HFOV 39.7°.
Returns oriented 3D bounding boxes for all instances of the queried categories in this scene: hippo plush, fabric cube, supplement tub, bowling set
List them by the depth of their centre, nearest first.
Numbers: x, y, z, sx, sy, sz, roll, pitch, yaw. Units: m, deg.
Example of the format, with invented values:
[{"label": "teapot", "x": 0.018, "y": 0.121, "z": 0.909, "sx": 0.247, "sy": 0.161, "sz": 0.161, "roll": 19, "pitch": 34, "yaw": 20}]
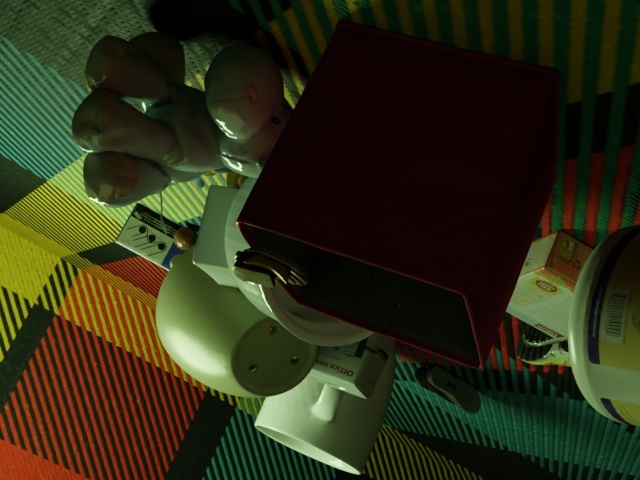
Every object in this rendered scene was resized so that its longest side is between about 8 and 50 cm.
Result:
[{"label": "supplement tub", "x": 0.468, "y": 0.107, "z": 0.954, "sx": 0.331, "sy": 0.241, "sz": 0.241, "roll": 5, "pitch": 154, "yaw": 48}, {"label": "fabric cube", "x": 0.100, "y": -0.045, "z": 0.987, "sx": 0.259, "sy": 0.258, "sz": 0.254, "roll": 18, "pitch": 162, "yaw": 22}, {"label": "hippo plush", "x": -0.149, "y": -0.126, "z": 1.117, "sx": 0.236, "sy": 0.234, "sz": 0.294, "roll": 3, "pitch": 128, "yaw": 25}, {"label": "bowling set", "x": -0.244, "y": 0.065, "z": 1.996, "sx": 0.154, "sy": 0.287, "sz": 0.200, "roll": 69, "pitch": 176, "yaw": -55}]

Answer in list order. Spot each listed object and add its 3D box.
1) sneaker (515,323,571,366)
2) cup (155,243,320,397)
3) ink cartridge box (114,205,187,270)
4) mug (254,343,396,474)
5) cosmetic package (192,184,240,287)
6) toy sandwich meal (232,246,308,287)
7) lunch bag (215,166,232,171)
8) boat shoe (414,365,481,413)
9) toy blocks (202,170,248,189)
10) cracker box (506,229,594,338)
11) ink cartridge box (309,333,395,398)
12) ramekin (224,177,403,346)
[{"label": "sneaker", "x": 0.424, "y": 0.189, "z": 1.530, "sx": 0.094, "sy": 0.081, "sz": 0.208, "roll": 30, "pitch": 162, "yaw": -24}, {"label": "cup", "x": -0.125, "y": 0.168, "z": 1.694, "sx": 0.331, "sy": 0.331, "sz": 0.237, "roll": 35, "pitch": -178, "yaw": -30}, {"label": "ink cartridge box", "x": -0.359, "y": 0.010, "z": 2.047, "sx": 0.207, "sy": 0.097, "sz": 0.046, "roll": 30, "pitch": 171, "yaw": -15}, {"label": "mug", "x": 0.037, "y": 0.328, "z": 2.051, "sx": 0.276, "sy": 0.328, "sz": 0.374, "roll": 23, "pitch": 162, "yaw": 5}, {"label": "cosmetic package", "x": -0.073, "y": 0.012, "z": 1.486, "sx": 0.224, "sy": 0.138, "sz": 0.224, "roll": 10, "pitch": 171, "yaw": 5}, {"label": "toy sandwich meal", "x": -0.054, "y": 0.034, "z": 0.945, "sx": 0.085, "sy": 0.029, "sz": 0.085, "roll": 23, "pitch": 163, "yaw": 7}, {"label": "lunch bag", "x": -0.135, "y": -0.148, "z": 1.331, "sx": 0.067, "sy": 0.065, "sz": 0.098, "roll": 4, "pitch": 165, "yaw": -2}, {"label": "boat shoe", "x": 0.324, "y": 0.374, "z": 2.250, "sx": 0.183, "sy": 0.065, "sz": 0.083, "roll": 39, "pitch": 160, "yaw": -20}, {"label": "toy blocks", "x": -0.124, "y": -0.117, "z": 1.427, "sx": 0.123, "sy": 0.054, "sz": 0.148, "roll": 34, "pitch": 161, "yaw": -27}, {"label": "cracker box", "x": 0.348, "y": 0.070, "z": 1.305, "sx": 0.156, "sy": 0.067, "sz": 0.232, "roll": 28, "pitch": 162, "yaw": -8}, {"label": "ink cartridge box", "x": 0.067, "y": 0.202, "z": 1.839, "sx": 0.153, "sy": 0.208, "sz": 0.087, "roll": 13, "pitch": 159, "yaw": 33}, {"label": "ramekin", "x": 0.000, "y": 0.000, "z": 1.252, "sx": 0.277, "sy": 0.277, "sz": 0.135, "roll": 37, "pitch": 168, "yaw": -33}]
